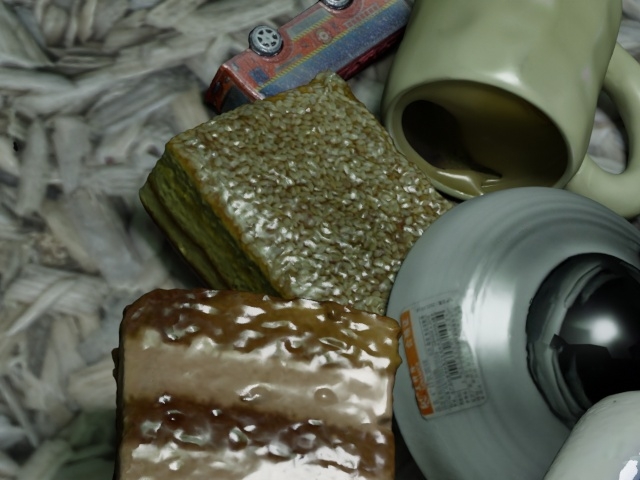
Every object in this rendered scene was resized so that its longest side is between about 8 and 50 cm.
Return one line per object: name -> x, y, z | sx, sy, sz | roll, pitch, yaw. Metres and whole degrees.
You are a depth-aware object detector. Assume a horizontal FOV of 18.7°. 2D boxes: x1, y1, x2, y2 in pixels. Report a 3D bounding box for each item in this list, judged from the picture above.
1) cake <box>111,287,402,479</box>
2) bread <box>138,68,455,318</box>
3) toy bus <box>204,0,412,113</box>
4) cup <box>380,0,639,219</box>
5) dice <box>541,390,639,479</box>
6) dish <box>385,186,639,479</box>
cake -> -0.053, 0.198, 1.302 | 0.198, 0.196, 0.293 | 7, 59, -7
bread -> 0.000, 0.000, 1.502 | 0.184, 0.110, 0.234 | -29, 69, -33
toy bus -> -0.007, -0.158, 1.636 | 0.077, 0.065, 0.192 | 47, 57, 10
cup -> 0.191, -0.140, 1.606 | 0.255, 0.173, 0.202 | 19, 55, 0
dice -> 0.251, 0.289, 1.212 | 0.304, 0.277, 0.304 | 23, 67, 15
dish -> 0.195, 0.083, 1.413 | 0.273, 0.134, 0.273 | 8, 75, -30
